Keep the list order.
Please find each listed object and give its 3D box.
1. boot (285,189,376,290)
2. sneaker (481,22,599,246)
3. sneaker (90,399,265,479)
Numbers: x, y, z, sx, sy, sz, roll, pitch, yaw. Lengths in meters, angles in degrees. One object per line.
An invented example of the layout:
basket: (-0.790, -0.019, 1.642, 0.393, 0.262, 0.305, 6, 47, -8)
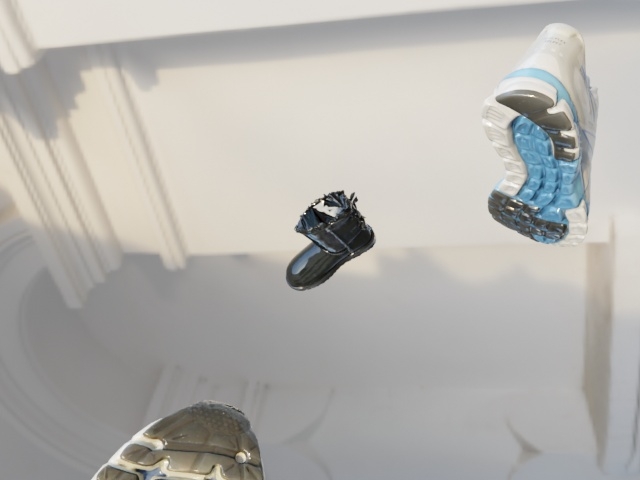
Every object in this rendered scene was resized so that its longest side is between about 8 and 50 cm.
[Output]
boot: (0.000, 0.001, 0.941, 0.045, 0.121, 0.099, 63, -172, 28)
sneaker: (0.153, -0.064, 0.573, 0.082, 0.071, 0.190, -62, -22, -21)
sneaker: (-0.127, 0.259, 0.618, 0.147, 0.130, 0.329, -74, 6, -83)
